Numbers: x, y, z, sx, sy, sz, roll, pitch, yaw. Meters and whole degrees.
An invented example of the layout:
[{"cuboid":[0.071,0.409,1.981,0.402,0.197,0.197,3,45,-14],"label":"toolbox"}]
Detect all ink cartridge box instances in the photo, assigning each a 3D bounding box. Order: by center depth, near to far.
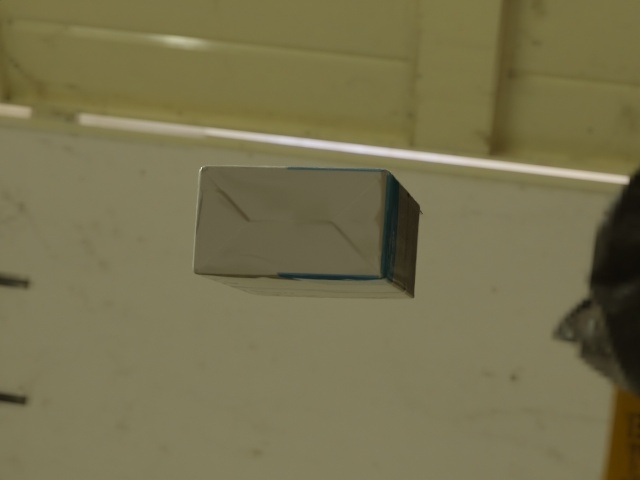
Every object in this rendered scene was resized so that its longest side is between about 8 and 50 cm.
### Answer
[{"cuboid":[0.000,0.000,0.922,0.180,0.104,0.060,31,-120,-78],"label":"ink cartridge box"}]
